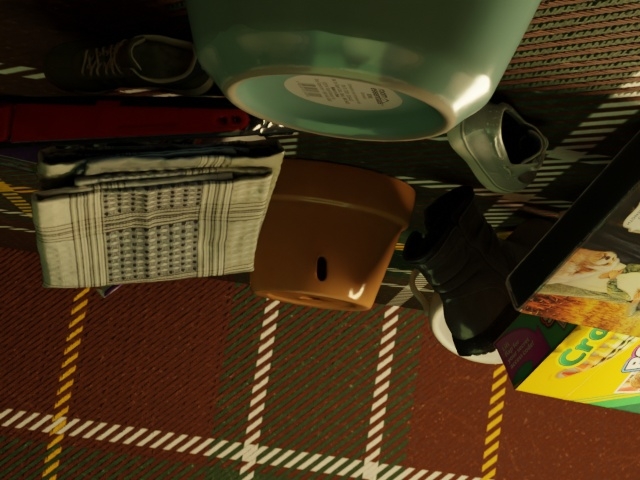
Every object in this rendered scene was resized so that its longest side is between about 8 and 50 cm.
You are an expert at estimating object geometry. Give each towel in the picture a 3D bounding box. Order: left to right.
[{"bbox_3d":[-0.217,-0.023,1.521,0.312,0.056,0.324,-3,150,-13],"label":"towel"}]

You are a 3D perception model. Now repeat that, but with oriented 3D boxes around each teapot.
[{"bbox_3d":[0.356,0.129,2.491,0.256,0.187,0.252,41,137,-22],"label":"teapot"}]

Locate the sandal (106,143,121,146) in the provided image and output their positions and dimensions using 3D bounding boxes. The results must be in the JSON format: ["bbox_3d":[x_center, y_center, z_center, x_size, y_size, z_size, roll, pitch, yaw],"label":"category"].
[{"bbox_3d":[-0.367,-0.170,1.701,0.179,0.040,0.067,22,172,15],"label":"sandal"}]

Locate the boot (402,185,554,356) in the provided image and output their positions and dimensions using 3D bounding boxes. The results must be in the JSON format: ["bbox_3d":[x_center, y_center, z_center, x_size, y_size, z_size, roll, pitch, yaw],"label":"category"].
[{"bbox_3d":[0.268,0.002,1.817,0.118,0.338,0.223,-12,116,38],"label":"boot"}]

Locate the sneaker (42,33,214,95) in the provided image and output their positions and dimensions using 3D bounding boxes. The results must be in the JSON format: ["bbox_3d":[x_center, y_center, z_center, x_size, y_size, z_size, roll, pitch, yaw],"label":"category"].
[{"bbox_3d":[-0.213,-0.200,1.271,0.192,0.064,0.086,3,170,-2],"label":"sneaker"}]

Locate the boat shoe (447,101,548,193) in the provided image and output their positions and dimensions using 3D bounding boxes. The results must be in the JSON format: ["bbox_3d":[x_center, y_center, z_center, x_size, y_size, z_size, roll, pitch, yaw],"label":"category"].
[{"bbox_3d":[0.226,-0.108,1.383,0.081,0.079,0.227,8,169,31],"label":"boat shoe"}]

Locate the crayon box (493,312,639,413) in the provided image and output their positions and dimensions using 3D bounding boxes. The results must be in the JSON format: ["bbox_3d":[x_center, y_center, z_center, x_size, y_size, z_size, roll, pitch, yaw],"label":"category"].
[{"bbox_3d":[0.487,0.096,1.693,0.313,0.106,0.363,13,128,-33],"label":"crayon box"}]

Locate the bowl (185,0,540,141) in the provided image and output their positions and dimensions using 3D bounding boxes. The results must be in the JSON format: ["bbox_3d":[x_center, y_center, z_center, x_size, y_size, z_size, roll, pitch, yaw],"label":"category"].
[{"bbox_3d":[0.024,-0.176,0.878,0.311,0.163,0.311,9,172,1],"label":"bowl"}]

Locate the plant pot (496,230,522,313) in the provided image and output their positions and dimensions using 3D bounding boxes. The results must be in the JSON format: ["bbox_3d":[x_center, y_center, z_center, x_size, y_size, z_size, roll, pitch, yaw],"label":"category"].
[{"bbox_3d":[0.452,0.083,2.053,0.187,0.212,0.212,-2,178,-31],"label":"plant pot"}]

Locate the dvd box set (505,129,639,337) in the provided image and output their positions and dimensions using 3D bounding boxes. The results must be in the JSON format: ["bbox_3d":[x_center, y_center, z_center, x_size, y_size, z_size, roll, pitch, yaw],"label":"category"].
[{"bbox_3d":[0.492,0.018,1.475,0.420,0.062,0.307,13,134,-26],"label":"dvd box set"}]

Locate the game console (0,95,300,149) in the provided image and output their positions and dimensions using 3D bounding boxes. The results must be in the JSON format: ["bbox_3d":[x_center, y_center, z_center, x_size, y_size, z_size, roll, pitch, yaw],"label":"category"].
[{"bbox_3d":[-0.137,-0.131,1.295,0.342,0.060,0.386,5,-171,25],"label":"game console"}]

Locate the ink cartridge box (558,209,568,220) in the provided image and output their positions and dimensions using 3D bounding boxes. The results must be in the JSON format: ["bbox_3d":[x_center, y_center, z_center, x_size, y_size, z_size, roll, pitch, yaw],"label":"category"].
[{"bbox_3d":[0.468,-0.014,1.795,0.115,0.067,0.198,11,172,-20],"label":"ink cartridge box"}]

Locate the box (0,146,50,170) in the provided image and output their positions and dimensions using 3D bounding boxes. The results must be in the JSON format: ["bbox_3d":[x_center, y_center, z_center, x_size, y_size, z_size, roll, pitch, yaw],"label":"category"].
[{"bbox_3d":[-0.496,-0.149,1.813,0.293,0.057,0.201,12,177,-25],"label":"box"}]

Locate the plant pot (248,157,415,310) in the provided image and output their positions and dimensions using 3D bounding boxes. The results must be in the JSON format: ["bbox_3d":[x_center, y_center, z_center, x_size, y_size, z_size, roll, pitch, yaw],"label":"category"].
[{"bbox_3d":[0.000,0.000,1.887,0.290,0.203,0.291,7,171,1],"label":"plant pot"}]

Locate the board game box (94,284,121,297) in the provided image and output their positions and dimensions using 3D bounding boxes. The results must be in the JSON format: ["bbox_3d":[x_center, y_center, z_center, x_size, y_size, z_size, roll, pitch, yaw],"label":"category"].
[{"bbox_3d":[-0.300,-0.026,1.796,0.144,0.142,0.275,51,-174,-3],"label":"board game box"}]

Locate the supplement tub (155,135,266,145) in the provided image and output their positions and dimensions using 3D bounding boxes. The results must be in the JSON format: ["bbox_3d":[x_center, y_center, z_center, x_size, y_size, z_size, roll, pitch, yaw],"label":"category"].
[{"bbox_3d":[-0.166,-0.103,1.661,0.117,0.117,0.190,17,167,-43],"label":"supplement tub"}]
